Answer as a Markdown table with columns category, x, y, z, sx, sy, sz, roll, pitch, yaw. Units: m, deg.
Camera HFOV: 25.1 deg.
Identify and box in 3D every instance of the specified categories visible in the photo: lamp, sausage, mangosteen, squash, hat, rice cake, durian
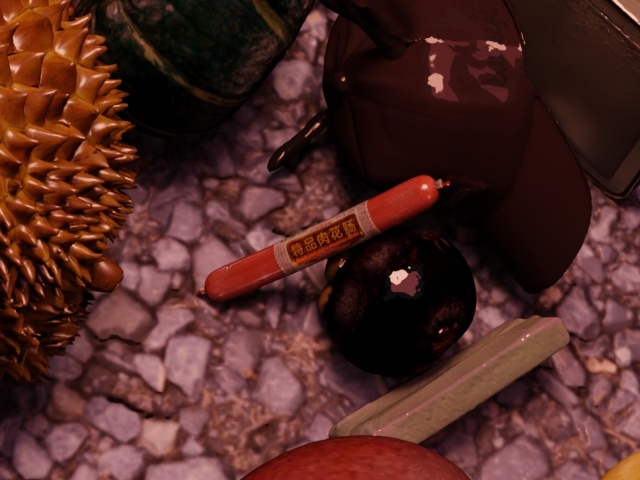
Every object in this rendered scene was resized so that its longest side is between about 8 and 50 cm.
| category | x | y | z | sx | sy | sz | roll | pitch | yaw |
| --- | --- | --- | --- | --- | --- | --- | --- | --- | --- |
| lamp | 0.224 | -0.179 | 1.317 | 0.266 | 0.269 | 0.047 | 43 | 72 | 10 |
| sausage | 0.000 | 0.000 | 1.243 | 0.253 | 0.034 | 0.034 | -26 | 67 | 20 |
| mangosteen | 0.057 | 0.045 | 1.260 | 0.137 | 0.137 | 0.151 | -36 | 52 | -25 |
| squash | -0.109 | -0.209 | 1.272 | 0.165 | 0.252 | 0.252 | 35 | 61 | -16 |
| hat | 0.081 | -0.091 | 1.273 | 0.209 | 0.238 | 0.336 | -18 | 79 | -21 |
| rice cake | 0.114 | 0.128 | 1.256 | 0.221 | 0.080 | 0.042 | -29 | 100 | -23 |
| durian | -0.312 | -0.071 | 1.112 | 0.384 | 0.347 | 0.348 | 31 | 62 | 7 |

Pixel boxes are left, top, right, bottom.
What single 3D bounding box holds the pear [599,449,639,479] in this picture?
| category | x | y | z | sx | sy | sz | roll | pitch | yaw |
| --- | --- | --- | --- | --- | --- | --- | --- | --- | --- |
| pear | 0.255 | 0.340 | 1.063 | 0.340 | 0.191 | 0.386 | -23 | 105 | -59 |

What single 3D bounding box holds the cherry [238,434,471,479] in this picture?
| category | x | y | z | sx | sy | sz | roll | pitch | yaw |
| --- | --- | --- | --- | --- | --- | --- | --- | --- | --- |
| cherry | 0.014 | 0.275 | 1.086 | 0.307 | 0.221 | 0.261 | -7 | 56 | 1 |
